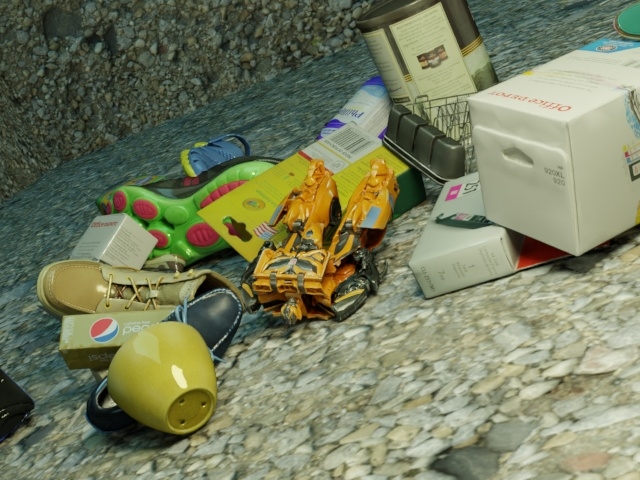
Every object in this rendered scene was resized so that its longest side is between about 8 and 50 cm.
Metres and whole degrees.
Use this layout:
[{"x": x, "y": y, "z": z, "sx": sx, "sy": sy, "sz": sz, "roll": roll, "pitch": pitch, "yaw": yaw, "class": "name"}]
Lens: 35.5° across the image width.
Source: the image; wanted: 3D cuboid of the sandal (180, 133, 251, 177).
[{"x": -0.244, "y": -0.188, "z": 2.381, "sx": 0.138, "sy": 0.126, "sz": 0.317, "roll": -19, "pitch": 19, "yaw": 9, "class": "sandal"}]

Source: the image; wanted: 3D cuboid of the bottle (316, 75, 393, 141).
[{"x": 0.057, "y": -0.197, "z": 1.935, "sx": 0.283, "sy": 0.092, "sz": 0.118, "roll": -49, "pitch": 29, "yaw": -18, "class": "bottle"}]

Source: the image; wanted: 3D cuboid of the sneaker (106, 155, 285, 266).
[{"x": -0.214, "y": -0.054, "z": 1.907, "sx": 0.483, "sy": 0.185, "sz": 0.202, "roll": -6, "pitch": 12, "yaw": 35, "class": "sneaker"}]

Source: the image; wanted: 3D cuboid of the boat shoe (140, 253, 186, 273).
[{"x": -0.311, "y": 0.065, "z": 1.836, "sx": 0.152, "sy": 0.056, "sz": 0.049, "roll": -22, "pitch": 49, "yaw": 37, "class": "boat shoe"}]

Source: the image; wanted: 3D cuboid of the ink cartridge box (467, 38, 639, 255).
[{"x": 0.321, "y": -0.118, "z": 1.180, "sx": 0.233, "sy": 0.168, "sz": 0.171, "roll": -25, "pitch": 27, "yaw": -23, "class": "ink cartridge box"}]

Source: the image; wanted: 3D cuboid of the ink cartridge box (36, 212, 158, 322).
[{"x": -0.403, "y": 0.058, "z": 1.813, "sx": 0.148, "sy": 0.086, "sz": 0.203, "roll": -1, "pitch": 53, "yaw": 55, "class": "ink cartridge box"}]

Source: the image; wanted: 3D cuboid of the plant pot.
[{"x": -0.178, "y": 0.180, "z": 1.215, "sx": 0.134, "sy": 0.134, "sz": 0.095, "roll": -32, "pitch": 42, "yaw": -18, "class": "plant pot"}]

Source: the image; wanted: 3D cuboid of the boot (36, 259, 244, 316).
[{"x": -0.264, "y": 0.080, "z": 1.488, "sx": 0.203, "sy": 0.095, "sz": 0.262, "roll": -5, "pitch": -18, "yaw": 43, "class": "boot"}]

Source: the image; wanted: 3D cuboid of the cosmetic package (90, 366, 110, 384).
[{"x": -0.275, "y": 0.178, "z": 1.471, "sx": 0.115, "sy": 0.041, "sz": 0.060, "roll": -34, "pitch": 19, "yaw": -24, "class": "cosmetic package"}]

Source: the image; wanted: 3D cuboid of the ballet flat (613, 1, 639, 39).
[{"x": 0.652, "y": -0.428, "z": 1.894, "sx": 0.222, "sy": 0.076, "sz": 0.079, "roll": -22, "pitch": -2, "yaw": -4, "class": "ballet flat"}]

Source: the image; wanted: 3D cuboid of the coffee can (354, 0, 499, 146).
[{"x": 0.209, "y": -0.318, "z": 1.834, "sx": 0.202, "sy": 0.275, "sz": 0.201, "roll": -23, "pitch": 17, "yaw": 8, "class": "coffee can"}]

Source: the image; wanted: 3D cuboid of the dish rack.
[{"x": 0.258, "y": -0.178, "z": 1.590, "sx": 0.272, "sy": 0.074, "sz": 0.208, "roll": -14, "pitch": 34, "yaw": -22, "class": "dish rack"}]

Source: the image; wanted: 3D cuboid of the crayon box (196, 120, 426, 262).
[{"x": -0.016, "y": -0.058, "z": 1.621, "sx": 0.319, "sy": 0.081, "sz": 0.202, "roll": -31, "pitch": 39, "yaw": -17, "class": "crayon box"}]

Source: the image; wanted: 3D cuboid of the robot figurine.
[{"x": 0.000, "y": 0.000, "z": 1.414, "sx": 0.211, "sy": 0.085, "sz": 0.291, "roll": 1, "pitch": 42, "yaw": 25, "class": "robot figurine"}]

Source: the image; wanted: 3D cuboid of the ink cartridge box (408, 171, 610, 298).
[{"x": 0.259, "y": -0.039, "z": 1.315, "sx": 0.239, "sy": 0.060, "sz": 0.275, "roll": -19, "pitch": 18, "yaw": 25, "class": "ink cartridge box"}]

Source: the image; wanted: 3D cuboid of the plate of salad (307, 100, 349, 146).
[{"x": 0.024, "y": -0.227, "z": 2.118, "sx": 0.200, "sy": 0.048, "sz": 0.200, "roll": -51, "pitch": 5, "yaw": 7, "class": "plate of salad"}]

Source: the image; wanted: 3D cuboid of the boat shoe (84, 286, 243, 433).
[{"x": -0.193, "y": 0.157, "z": 1.314, "sx": 0.258, "sy": 0.109, "sz": 0.089, "roll": -49, "pitch": -7, "yaw": -25, "class": "boat shoe"}]

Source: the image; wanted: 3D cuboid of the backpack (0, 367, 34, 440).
[{"x": -0.500, "y": 0.258, "z": 1.476, "sx": 0.120, "sy": 0.098, "sz": 0.101, "roll": -51, "pitch": 18, "yaw": -28, "class": "backpack"}]

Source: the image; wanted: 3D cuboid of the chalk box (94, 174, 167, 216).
[{"x": -0.376, "y": -0.054, "z": 2.146, "sx": 0.132, "sy": 0.132, "sz": 0.213, "roll": -32, "pitch": 17, "yaw": -18, "class": "chalk box"}]

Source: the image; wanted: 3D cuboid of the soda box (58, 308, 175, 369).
[{"x": -0.273, "y": 0.140, "z": 1.417, "sx": 0.181, "sy": 0.061, "sz": 0.058, "roll": -3, "pitch": 54, "yaw": 2, "class": "soda box"}]
